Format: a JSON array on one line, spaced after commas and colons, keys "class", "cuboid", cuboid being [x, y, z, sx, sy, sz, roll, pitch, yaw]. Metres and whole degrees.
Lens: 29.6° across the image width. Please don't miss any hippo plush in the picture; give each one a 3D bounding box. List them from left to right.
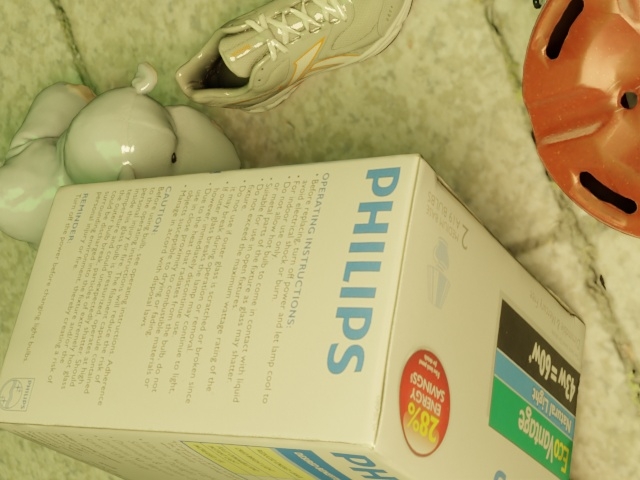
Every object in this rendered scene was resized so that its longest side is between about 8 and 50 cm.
[{"class": "hippo plush", "cuboid": [-0.211, -0.093, 1.208, 0.236, 0.294, 0.234, -30, 50, 42]}]

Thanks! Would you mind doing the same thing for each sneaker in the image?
[{"class": "sneaker", "cuboid": [-0.029, -0.192, 1.151, 0.262, 0.121, 0.099, -32, 82, 35]}]

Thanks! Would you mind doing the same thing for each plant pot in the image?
[{"class": "plant pot", "cuboid": [0.287, -0.121, 0.862, 0.272, 0.265, 0.272, 10, 107, 33]}]

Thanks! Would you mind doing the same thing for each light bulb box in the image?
[{"class": "light bulb box", "cuboid": [-0.010, 0.111, 1.032, 0.361, 0.358, 0.225, -3, 65, 32]}]

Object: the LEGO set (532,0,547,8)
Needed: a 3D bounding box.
[{"class": "LEGO set", "cuboid": [0.199, -0.304, 1.024, 0.182, 0.060, 0.244, 50, 115, 18]}]
